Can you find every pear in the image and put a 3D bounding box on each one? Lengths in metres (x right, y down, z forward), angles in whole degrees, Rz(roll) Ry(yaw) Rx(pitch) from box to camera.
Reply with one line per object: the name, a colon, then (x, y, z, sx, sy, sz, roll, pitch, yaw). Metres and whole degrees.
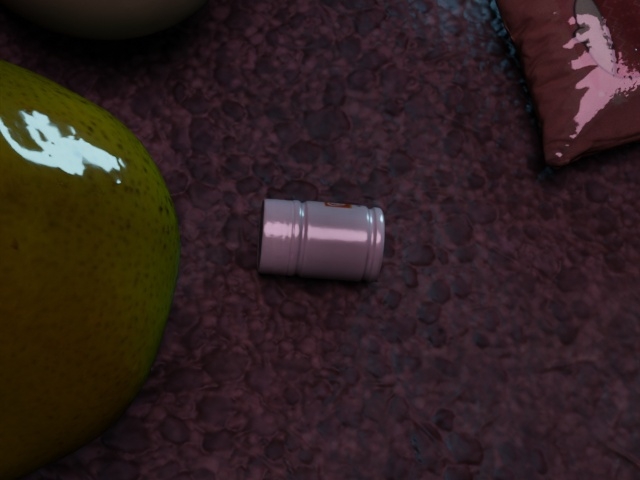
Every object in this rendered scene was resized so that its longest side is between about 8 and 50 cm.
pear: (-0.228, 0.021, 0.686, 0.294, 0.294, 0.294, 3, 66, -7)

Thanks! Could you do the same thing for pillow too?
pillow: (0.249, -0.178, 0.944, 0.223, 0.084, 0.236, -14, 67, -12)

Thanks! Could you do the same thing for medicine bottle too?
medicine bottle: (0.000, 0.000, 0.845, 0.089, 0.057, 0.057, 4, 66, -6)

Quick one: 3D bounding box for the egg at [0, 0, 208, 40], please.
egg: (-0.177, -0.266, 0.849, 0.219, 0.219, 0.269, -38, 81, -21)
